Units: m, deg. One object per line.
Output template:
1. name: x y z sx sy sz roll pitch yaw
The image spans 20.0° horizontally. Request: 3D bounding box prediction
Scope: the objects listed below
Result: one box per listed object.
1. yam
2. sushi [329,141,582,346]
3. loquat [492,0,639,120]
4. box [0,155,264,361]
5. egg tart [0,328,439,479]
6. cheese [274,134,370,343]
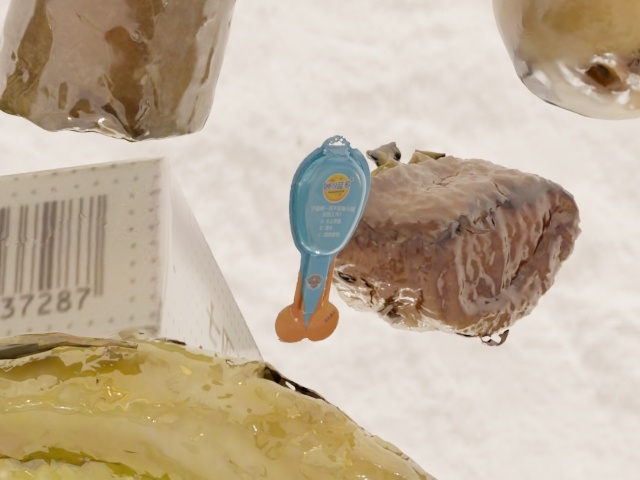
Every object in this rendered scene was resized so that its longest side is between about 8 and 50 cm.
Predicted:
1. yam: -0.034 -0.198 0.556 0.081 0.081 0.357 14 113 -2
2. sushi: 0.108 0.000 1.626 0.179 0.296 0.167 6 114 46
3. loquat: 0.175 -0.147 1.108 0.163 0.163 0.137 41 123 -18
4. box: -0.203 0.070 0.831 0.330 0.095 0.210 -8 149 8
5. egg tart: -0.049 0.152 0.503 0.278 0.095 0.279 2 98 14
6. cheese: 0.000 0.000 0.919 0.047 0.017 0.111 1 107 -29
